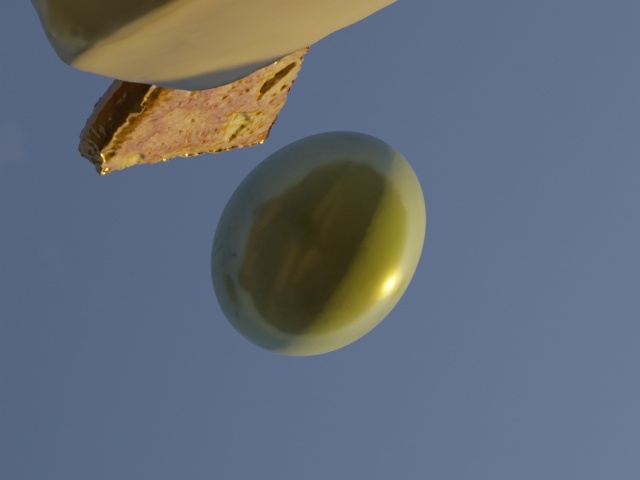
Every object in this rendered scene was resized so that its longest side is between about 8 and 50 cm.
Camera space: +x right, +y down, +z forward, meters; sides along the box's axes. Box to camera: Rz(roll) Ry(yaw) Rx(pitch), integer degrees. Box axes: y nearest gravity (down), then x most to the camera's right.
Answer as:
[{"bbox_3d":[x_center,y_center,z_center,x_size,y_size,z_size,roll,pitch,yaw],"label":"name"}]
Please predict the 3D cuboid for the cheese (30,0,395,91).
[{"bbox_3d":[-0.009,-0.212,0.431,0.242,0.124,0.266,-25,-94,20],"label":"cheese"}]

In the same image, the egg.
[{"bbox_3d":[0.000,0.000,1.098,0.149,0.149,0.192,47,-116,-19],"label":"egg"}]

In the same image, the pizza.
[{"bbox_3d":[-0.070,-0.097,0.873,0.175,0.134,0.046,-32,-114,-6],"label":"pizza"}]
